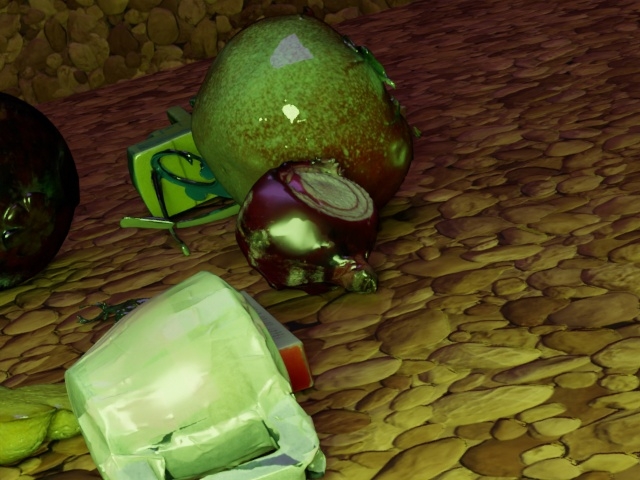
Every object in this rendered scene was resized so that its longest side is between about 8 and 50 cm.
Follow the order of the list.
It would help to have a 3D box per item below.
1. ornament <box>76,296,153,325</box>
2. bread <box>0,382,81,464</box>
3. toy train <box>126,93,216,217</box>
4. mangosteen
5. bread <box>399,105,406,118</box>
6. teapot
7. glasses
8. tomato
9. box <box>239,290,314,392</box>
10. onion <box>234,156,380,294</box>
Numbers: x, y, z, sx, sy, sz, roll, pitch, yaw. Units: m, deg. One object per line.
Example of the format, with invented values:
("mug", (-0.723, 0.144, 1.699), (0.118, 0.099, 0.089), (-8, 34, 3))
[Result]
("ornament", (-0.237, 0.086, 1.698), (0.125, 0.028, 0.073), (-6, 16, 17))
("bread", (-0.285, 0.172, 1.380), (0.149, 0.065, 0.187), (-12, 8, -43))
("toy train", (-0.205, -0.151, 2.324), (0.237, 0.150, 0.369), (-22, 15, -8))
("mangosteen", (-0.480, -0.075, 1.953), (0.311, 0.311, 0.311), (-12, 15, 3))
("bread", (0.039, -0.178, 2.319), (0.188, 0.068, 0.125), (-7, 8, 21))
("teapot", (-0.112, 0.154, 1.198), (0.178, 0.221, 0.163), (-27, -20, -15))
("glasses", (-0.176, -0.063, 2.017), (0.239, 0.102, 0.207), (6, 25, 30))
("tomato", (-0.029, -0.143, 1.869), (0.239, 0.303, 0.303), (-41, 21, -8))
("box", (-0.096, 0.114, 1.442), (0.123, 0.050, 0.229), (-19, 17, -14))
("onion", (-0.006, 0.011, 1.637), (0.173, 0.135, 0.198), (-3, 47, -36))
